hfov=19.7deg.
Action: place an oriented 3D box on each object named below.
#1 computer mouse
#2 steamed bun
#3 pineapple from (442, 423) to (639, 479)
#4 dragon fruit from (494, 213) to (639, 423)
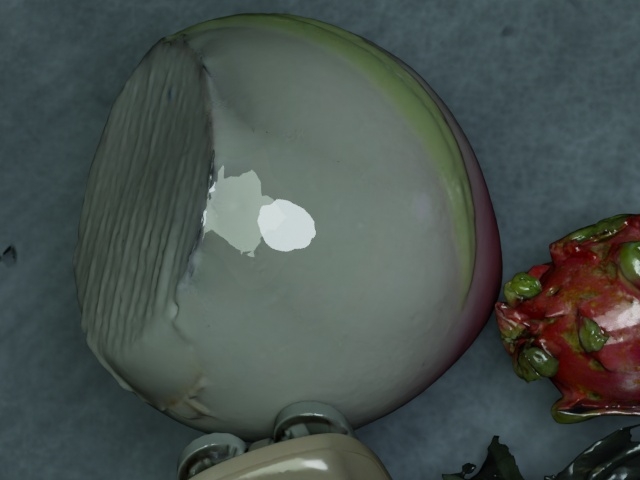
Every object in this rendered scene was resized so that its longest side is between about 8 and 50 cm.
[{"bbox_3d":[-0.002,0.218,1.201,0.145,0.082,0.237,-22,108,11],"label":"computer mouse"},{"bbox_3d":[0.000,0.000,1.282,0.309,0.309,0.309,-2,80,12],"label":"steamed bun"},{"bbox_3d":[0.218,0.205,1.244,0.364,0.165,0.166,5,81,15],"label":"pineapple"},{"bbox_3d":[0.211,0.058,1.267,0.172,0.160,0.166,-19,36,4],"label":"dragon fruit"}]
